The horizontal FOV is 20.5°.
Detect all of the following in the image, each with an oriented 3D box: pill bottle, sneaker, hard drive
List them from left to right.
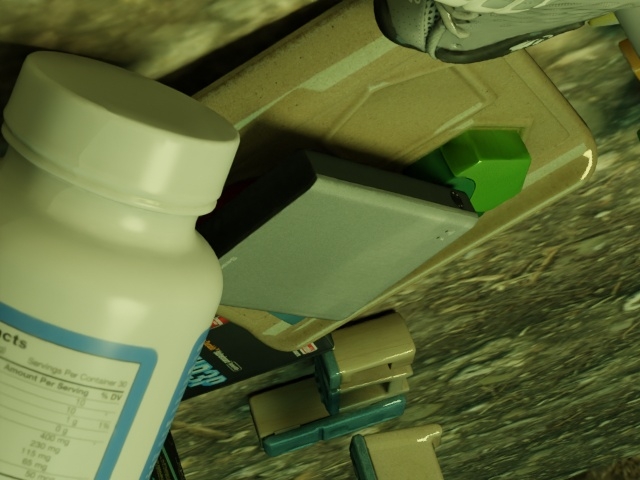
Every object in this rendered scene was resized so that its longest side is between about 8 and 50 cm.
[{"bbox_3d":[-0.113,0.042,0.724,0.124,0.124,0.221,5,112,-53],"label":"pill bottle"},{"bbox_3d":[0.000,0.000,0.806,0.094,0.022,0.135,-37,154,26],"label":"hard drive"},{"bbox_3d":[0.043,-0.104,0.650,0.228,0.086,0.132,3,164,-38],"label":"sneaker"}]

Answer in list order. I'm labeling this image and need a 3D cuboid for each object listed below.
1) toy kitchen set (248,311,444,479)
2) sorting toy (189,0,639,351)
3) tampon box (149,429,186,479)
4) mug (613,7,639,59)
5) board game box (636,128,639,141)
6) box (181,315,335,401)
[{"bbox_3d":[0.024,0.165,1.333,0.122,0.166,0.207,-17,163,-5],"label":"toy kitchen set"},{"bbox_3d":[0.055,-0.046,0.833,0.307,0.041,0.229,-31,152,13],"label":"sorting toy"},{"bbox_3d":[-0.156,0.163,1.220,0.101,0.120,0.161,-19,163,1],"label":"tampon box"},{"bbox_3d":[0.147,-0.113,0.750,0.062,0.064,0.078,-38,-179,21],"label":"mug"},{"bbox_3d":[0.313,-0.093,0.851,0.242,0.064,0.316,-21,175,-8],"label":"board game box"},{"bbox_3d":[-0.095,0.049,1.041,0.175,0.051,0.220,-19,163,3],"label":"box"}]
